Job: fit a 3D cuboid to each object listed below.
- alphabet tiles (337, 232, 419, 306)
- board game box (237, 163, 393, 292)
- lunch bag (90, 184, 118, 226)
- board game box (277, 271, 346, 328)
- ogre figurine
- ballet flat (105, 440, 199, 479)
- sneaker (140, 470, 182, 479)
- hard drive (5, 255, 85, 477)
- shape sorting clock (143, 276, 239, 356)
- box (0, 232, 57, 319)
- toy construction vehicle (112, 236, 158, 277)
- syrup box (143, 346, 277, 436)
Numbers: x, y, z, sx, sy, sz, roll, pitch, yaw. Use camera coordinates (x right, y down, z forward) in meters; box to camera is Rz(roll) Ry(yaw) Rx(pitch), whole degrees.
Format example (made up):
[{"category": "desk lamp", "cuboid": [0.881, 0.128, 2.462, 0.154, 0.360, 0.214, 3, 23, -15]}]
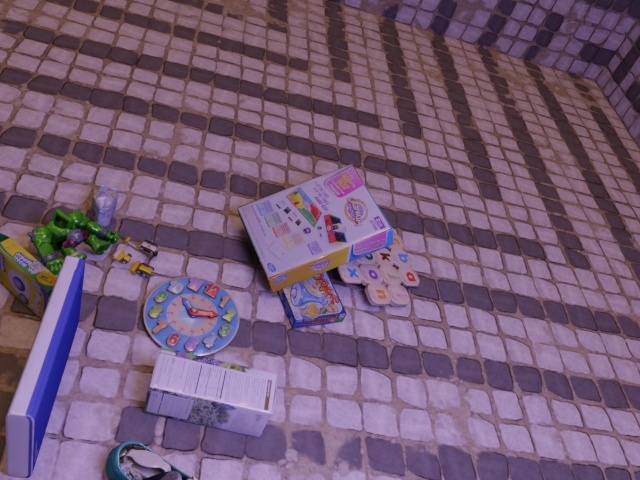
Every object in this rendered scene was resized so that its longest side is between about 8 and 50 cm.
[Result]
[{"category": "alphabet tiles", "cuboid": [0.133, 0.044, 1.640, 0.278, 0.021, 0.284, 5, 54, -40]}, {"category": "board game box", "cuboid": [-0.015, -0.036, 1.545, 0.317, 0.064, 0.242, -21, 54, -8]}, {"category": "lunch bag", "cuboid": [-0.510, -0.078, 1.485, 0.053, 0.071, 0.083, 14, 43, -13]}, {"category": "board game box", "cuboid": [-0.036, 0.115, 1.533, 0.136, 0.035, 0.201, -4, 49, -28]}, {"category": "ogre figurine", "cuboid": [-0.541, -0.004, 1.379, 0.118, 0.097, 0.197, 44, 55, 4]}, {"category": "ballet flat", "cuboid": [-0.256, 0.422, 1.077, 0.247, 0.087, 0.083, 29, 41, 5]}, {"category": "sneaker", "cuboid": [-0.297, 0.469, 1.014, 0.226, 0.163, 0.086, -15, 19, 16]}, {"category": "hard drive", "cuboid": [-0.472, 0.212, 1.099, 0.040, 0.210, 0.318, 13, 43, -14]}, {"category": "shape sorting clock", "cuboid": [-0.277, 0.160, 1.371, 0.206, 0.040, 0.206, 13, 43, -12]}, {"category": "box", "cuboid": [-0.593, 0.072, 1.267, 0.179, 0.105, 0.043, 37, 42, 15]}, {"category": "toy construction vehicle", "cuboid": [-0.415, 0.040, 1.442, 0.098, 0.035, 0.086, 22, 53, 1]}, {"category": "syrup box", "cuboid": [-0.210, 0.295, 1.225, 0.237, 0.093, 0.096, 15, 42, -11]}]
